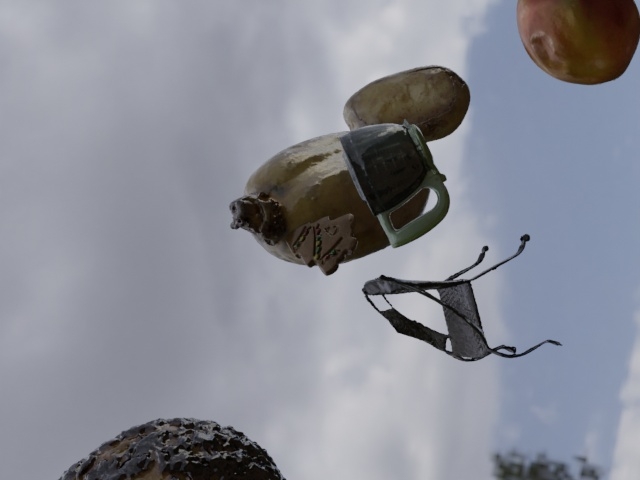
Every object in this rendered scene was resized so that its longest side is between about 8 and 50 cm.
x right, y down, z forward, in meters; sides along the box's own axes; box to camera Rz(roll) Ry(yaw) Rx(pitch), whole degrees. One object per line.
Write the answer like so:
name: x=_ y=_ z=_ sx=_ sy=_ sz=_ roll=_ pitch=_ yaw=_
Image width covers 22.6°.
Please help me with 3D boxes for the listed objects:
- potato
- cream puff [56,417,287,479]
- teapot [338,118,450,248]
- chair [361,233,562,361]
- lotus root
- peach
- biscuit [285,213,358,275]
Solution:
potato: x=0.117 y=-0.175 z=2.130 sx=0.080 sy=0.170 sz=0.107 roll=73 pitch=180 yaw=-59
cream puff: x=-0.139 y=0.245 z=1.326 sx=0.239 sy=0.165 sz=0.239 roll=-33 pitch=-19 yaw=-12
teapot: x=0.080 y=-0.069 z=1.675 sx=0.092 sy=0.091 sz=0.124 roll=-105 pitch=-10 yaw=-64
chair: x=0.168 y=0.086 z=2.000 sx=0.213 sy=0.174 sz=0.149 roll=-11 pitch=-93 yaw=-23
lotus root: x=0.006 y=-0.045 z=1.974 sx=0.343 sy=0.169 sz=0.151 roll=-22 pitch=-48 yaw=-51
peach: x=0.214 y=-0.177 z=1.327 sx=0.101 sy=0.101 sz=0.100 roll=10 pitch=-90 yaw=-67
biscuit: x=0.000 y=0.000 z=1.832 sx=0.082 sy=0.092 sz=0.016 roll=-65 pitch=-31 yaw=-24
